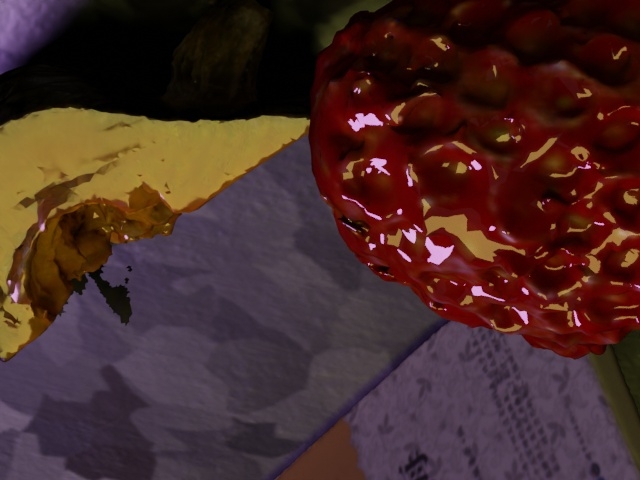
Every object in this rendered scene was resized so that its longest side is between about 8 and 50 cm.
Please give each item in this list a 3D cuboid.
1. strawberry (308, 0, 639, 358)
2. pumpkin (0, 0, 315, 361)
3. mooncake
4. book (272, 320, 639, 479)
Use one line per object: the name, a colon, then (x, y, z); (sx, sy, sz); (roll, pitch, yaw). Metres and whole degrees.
strawberry: (0.080, -0.052, 0.968); (0.178, 0.234, 0.234); (5, 135, -13)
pumpkin: (-0.115, -0.052, 1.059); (0.248, 0.131, 0.126); (-36, 97, 10)
mooncake: (0.001, 0.012, 1.161); (0.347, 0.150, 0.057); (-13, 120, -6)
book: (0.067, 0.214, 1.219); (0.032, 0.269, 0.389); (9, 138, -38)
